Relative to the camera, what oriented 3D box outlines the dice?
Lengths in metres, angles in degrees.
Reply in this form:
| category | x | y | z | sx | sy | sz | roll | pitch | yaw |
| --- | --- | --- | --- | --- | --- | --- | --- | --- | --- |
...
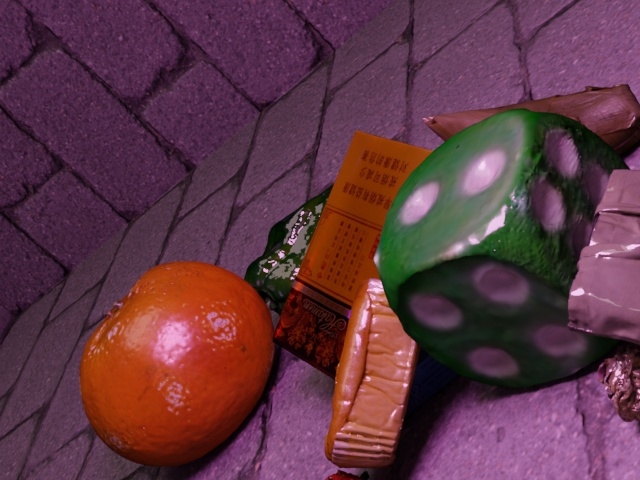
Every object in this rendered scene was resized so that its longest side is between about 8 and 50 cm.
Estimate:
| category | x | y | z | sx | sy | sz | roll | pitch | yaw |
| --- | --- | --- | --- | --- | --- | --- | --- | --- | --- |
| dice | 0.276 | 0.014 | 1.654 | 0.300 | 0.297 | 0.287 | -25 | 30 | 42 |

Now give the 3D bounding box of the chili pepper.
| category | x | y | z | sx | sy | sz | roll | pitch | yaw |
| --- | --- | --- | --- | --- | --- | --- | --- | --- | --- |
| chili pepper | -0.009 | -0.007 | 2.467 | 0.385 | 0.167 | 0.213 | -50 | 23 | -19 |

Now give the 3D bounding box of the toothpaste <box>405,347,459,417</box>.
| category | x | y | z | sx | sy | sz | roll | pitch | yaw |
| --- | --- | --- | --- | --- | --- | --- | --- | --- | --- |
| toothpaste | 0.149 | 0.220 | 1.845 | 0.272 | 0.066 | 0.053 | -41 | 19 | 13 |

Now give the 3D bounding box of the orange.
| category | x | y | z | sx | sy | sz | roll | pitch | yaw |
| --- | --- | --- | --- | --- | --- | --- | --- | --- | --- |
| orange | -0.294 | 0.237 | 2.328 | 0.424 | 0.326 | 0.424 | -39 | 23 | 20 |

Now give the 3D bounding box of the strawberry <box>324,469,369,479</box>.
| category | x | y | z | sx | sy | sz | roll | pitch | yaw |
| --- | --- | --- | --- | --- | --- | --- | --- | --- | --- |
| strawberry | 0.022 | 0.411 | 1.709 | 0.140 | 0.085 | 0.192 | -6 | 45 | 58 |

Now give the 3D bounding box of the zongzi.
| category | x | y | z | sx | sy | sz | roll | pitch | yaw |
| --- | --- | --- | --- | --- | --- | --- | --- | --- | --- |
| zongzi | 0.355 | -0.193 | 1.897 | 0.274 | 0.300 | 0.145 | -33 | 47 | 27 |

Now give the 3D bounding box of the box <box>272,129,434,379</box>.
| category | x | y | z | sx | sy | sz | roll | pitch | yaw |
| --- | --- | --- | --- | --- | --- | --- | --- | --- | --- |
| box | 0.088 | 0.036 | 1.997 | 0.264 | 0.116 | 0.415 | 23 | 93 | 56 |

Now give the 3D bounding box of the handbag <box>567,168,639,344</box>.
| category | x | y | z | sx | sy | sz | roll | pitch | yaw |
| --- | --- | --- | --- | --- | --- | --- | --- | --- | --- |
| handbag | 0.452 | 0.025 | 1.442 | 0.253 | 0.109 | 0.315 | 8 | 45 | 24 |

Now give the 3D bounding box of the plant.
| category | x | y | z | sx | sy | sz | roll | pitch | yaw |
| --- | --- | --- | --- | --- | --- | --- | --- | --- | --- |
| plant | 0.400 | 0.174 | 1.449 | 0.117 | 0.104 | 0.122 | -13 | -14 | -6 |

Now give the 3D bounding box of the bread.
| category | x | y | z | sx | sy | sz | roll | pitch | yaw |
| --- | --- | --- | --- | --- | --- | --- | --- | --- | --- |
| bread | 0.083 | 0.203 | 1.755 | 0.152 | 0.119 | 0.288 | 64 | -142 | -75 |
